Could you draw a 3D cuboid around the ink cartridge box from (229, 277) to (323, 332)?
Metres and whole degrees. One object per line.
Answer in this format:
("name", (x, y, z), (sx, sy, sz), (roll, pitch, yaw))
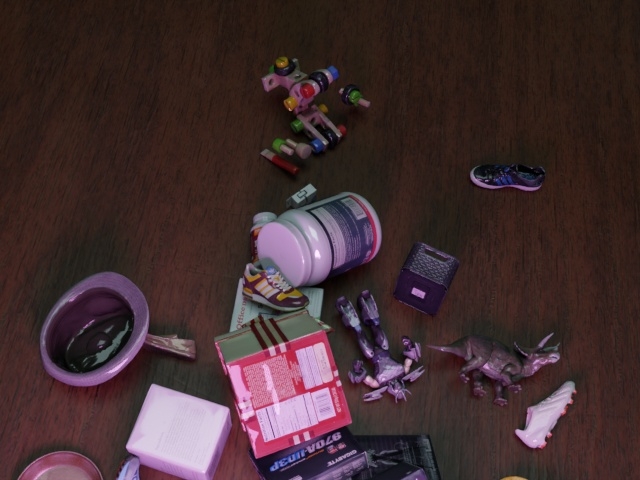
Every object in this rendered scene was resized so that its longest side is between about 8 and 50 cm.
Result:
("ink cartridge box", (-0.106, 0.189, 1.949), (0.212, 0.093, 0.154), (8, 61, 3))

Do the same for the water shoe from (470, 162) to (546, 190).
("water shoe", (0.518, -0.189, 2.211), (0.203, 0.080, 0.073), (4, 60, -2))

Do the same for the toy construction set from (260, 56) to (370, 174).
("toy construction set", (-0.072, -0.361, 2.220), (0.237, 0.257, 0.309), (32, 86, 33))

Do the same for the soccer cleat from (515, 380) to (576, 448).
("soccer cleat", (0.536, 0.401, 1.896), (0.076, 0.068, 0.196), (34, 67, 17))

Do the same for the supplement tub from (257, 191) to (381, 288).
("supplement tub", (0.000, 0.000, 1.963), (0.272, 0.191, 0.191), (-21, 62, -40))

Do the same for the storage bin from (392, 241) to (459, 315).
("storage bin", (0.259, 0.097, 1.976), (0.122, 0.180, 0.084), (25, 62, 10))

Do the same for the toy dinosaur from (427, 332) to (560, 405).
("toy dinosaur", (0.410, 0.292, 1.936), (0.313, 0.121, 0.160), (12, 49, 8))

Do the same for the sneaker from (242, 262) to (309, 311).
("sneaker", (-0.106, 0.106, 1.857), (0.185, 0.084, 0.069), (12, 17, 29))

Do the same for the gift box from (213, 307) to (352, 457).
("gift box", (-0.069, 0.304, 1.764), (0.276, 0.258, 0.255), (-13, 100, -12))

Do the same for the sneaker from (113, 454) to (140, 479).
("sneaker", (-0.383, 0.587, 1.696), (0.125, 0.104, 0.262), (2, 84, -12))

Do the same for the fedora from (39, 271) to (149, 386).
("fedora", (-0.517, 0.221, 1.881), (0.243, 0.124, 0.275), (34, 75, 17))

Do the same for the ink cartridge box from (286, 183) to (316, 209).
("ink cartridge box", (-0.051, -0.110, 2.143), (0.083, 0.048, 0.028), (-36, 69, -20))

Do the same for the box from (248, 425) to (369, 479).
("box", (-0.029, 0.481, 1.766), (0.220, 0.051, 0.175), (-21, 28, -15))

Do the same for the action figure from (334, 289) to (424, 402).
("action figure", (0.135, 0.262, 1.926), (0.185, 0.099, 0.285), (-20, 67, -20))

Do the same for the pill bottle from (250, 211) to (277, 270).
("pill bottle", (-0.137, 0.008, 2.051), (0.086, 0.086, 0.152), (-4, 61, -6))

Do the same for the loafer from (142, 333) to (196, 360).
("loafer", (-0.366, 0.248, 1.922), (0.148, 0.056, 0.050), (19, 60, -5))

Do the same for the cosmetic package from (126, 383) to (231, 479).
("cosmetic package", (-0.308, 0.431, 1.766), (0.183, 0.151, 0.152), (17, 62, 4))

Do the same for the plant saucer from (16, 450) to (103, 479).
("plant saucer", (-0.568, 0.561, 1.741), (0.198, 0.036, 0.199), (2, 61, -4))

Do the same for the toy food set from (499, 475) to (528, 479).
("toy food set", (0.472, 0.615, 1.777), (0.217, 0.071, 0.128), (35, 88, 17))

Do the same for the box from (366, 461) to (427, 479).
("box", (0.107, 0.662, 1.592), (0.343, 0.179, 0.313), (-24, 84, -11))

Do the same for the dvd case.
("dvd case", (0.150, 0.495, 1.792), (0.221, 0.018, 0.164), (1, 27, -4))
